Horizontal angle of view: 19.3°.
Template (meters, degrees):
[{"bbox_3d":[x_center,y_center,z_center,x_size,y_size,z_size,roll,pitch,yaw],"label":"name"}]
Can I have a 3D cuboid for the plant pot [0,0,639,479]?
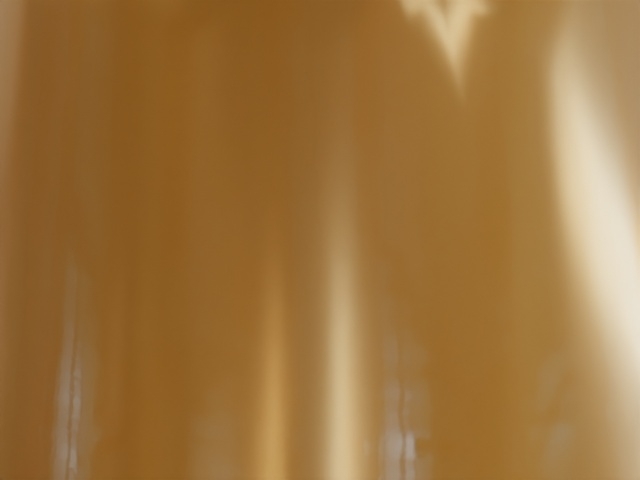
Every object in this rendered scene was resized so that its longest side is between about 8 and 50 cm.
[{"bbox_3d":[0.000,0.000,0.409,0.205,0.188,0.205,-1,-149,1],"label":"plant pot"}]
